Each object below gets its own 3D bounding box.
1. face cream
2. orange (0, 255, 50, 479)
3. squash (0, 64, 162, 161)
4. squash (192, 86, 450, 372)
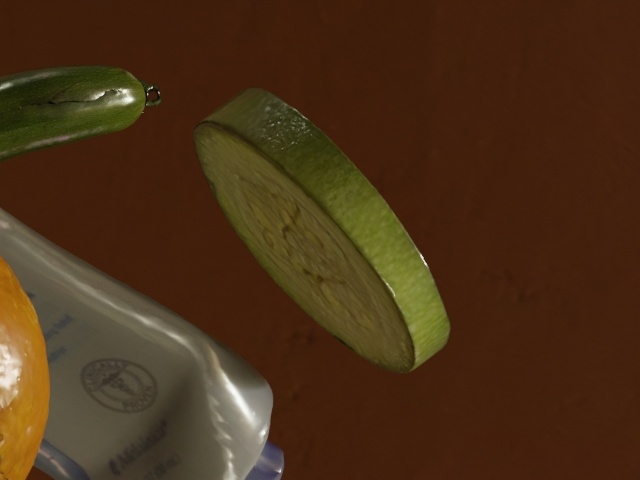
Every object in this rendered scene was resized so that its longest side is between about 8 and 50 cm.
[{"bbox_3d":[-0.204,0.085,1.309,0.235,0.420,0.137,-38,-153,37],"label":"face cream"},{"bbox_3d":[-0.282,0.087,1.013,0.246,0.246,0.246,-5,-100,26],"label":"orange"},{"bbox_3d":[-0.263,-0.100,1.488,0.071,0.318,0.080,18,-57,51],"label":"squash"},{"bbox_3d":[0.000,0.000,1.330,0.049,0.252,0.252,-39,-117,-17],"label":"squash"}]
